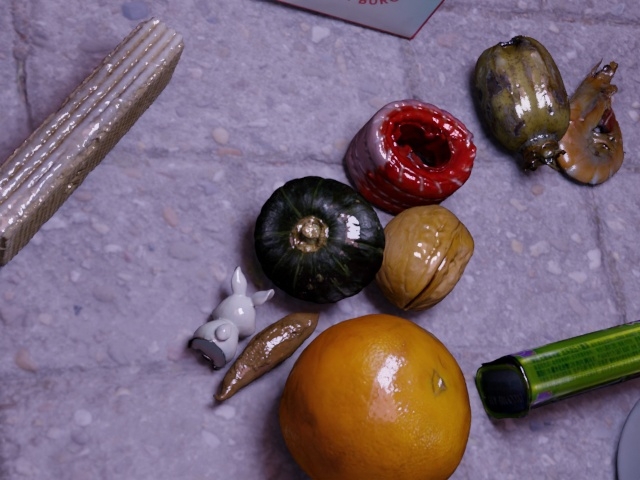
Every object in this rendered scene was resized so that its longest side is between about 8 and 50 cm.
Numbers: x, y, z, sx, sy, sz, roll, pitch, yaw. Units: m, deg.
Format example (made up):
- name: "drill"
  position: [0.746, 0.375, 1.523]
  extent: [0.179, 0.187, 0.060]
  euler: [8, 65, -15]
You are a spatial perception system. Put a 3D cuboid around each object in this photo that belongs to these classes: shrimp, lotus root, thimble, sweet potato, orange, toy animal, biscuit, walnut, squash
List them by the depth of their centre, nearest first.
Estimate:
- name: "orange"
  position: [0.078, 0.227, 1.263]
  extent: [0.261, 0.261, 0.261]
  euler: [8, 65, -18]
- name: "biscuit"
  position: [-0.342, -0.143, 1.312]
  extent: [0.078, 0.144, 0.426]
  euler: [36, 60, -5]
- name: "toy animal"
  position: [-0.128, 0.113, 1.326]
  extent: [0.071, 0.085, 0.124]
  euler: [30, 53, 13]
- name: "sweet potato"
  position: [-0.077, 0.157, 1.331]
  extent: [0.060, 0.068, 0.206]
  euler: [35, 62, 24]
- name: "squash"
  position: [0.000, -0.001, 1.371]
  extent: [0.156, 0.193, 0.193]
  euler: [10, 59, -56]
- name: "walnut"
  position: [0.152, 0.027, 1.436]
  extent: [0.144, 0.144, 0.180]
  euler: [32, 65, -6]
- name: "thimble"
  position: [0.144, -0.132, 1.510]
  extent: [0.190, 0.125, 0.163]
  euler: [10, 67, -18]
- name: "lotus root"
  position: [0.361, -0.227, 1.631]
  extent: [0.154, 0.154, 0.278]
  euler: [-8, 70, -24]
- name: "shrimp"
  position: [0.518, -0.218, 1.732]
  extent: [0.152, 0.063, 0.287]
  euler: [37, 63, -5]

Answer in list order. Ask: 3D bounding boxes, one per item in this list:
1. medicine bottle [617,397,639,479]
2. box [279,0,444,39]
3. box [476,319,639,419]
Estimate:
- name: "medicine bottle"
  position: [0.642, 0.353, 1.426]
  extent: [0.306, 0.245, 0.245]
  euler: [16, 63, -16]
- name: "box"
  position: [0.087, -0.575, 1.566]
  extent: [0.312, 0.314, 0.300]
  euler: [11, 62, -21]
- name: "box"
  position: [0.420, 0.197, 1.471]
  extent: [0.346, 0.134, 0.097]
  euler: [-10, 74, -26]
